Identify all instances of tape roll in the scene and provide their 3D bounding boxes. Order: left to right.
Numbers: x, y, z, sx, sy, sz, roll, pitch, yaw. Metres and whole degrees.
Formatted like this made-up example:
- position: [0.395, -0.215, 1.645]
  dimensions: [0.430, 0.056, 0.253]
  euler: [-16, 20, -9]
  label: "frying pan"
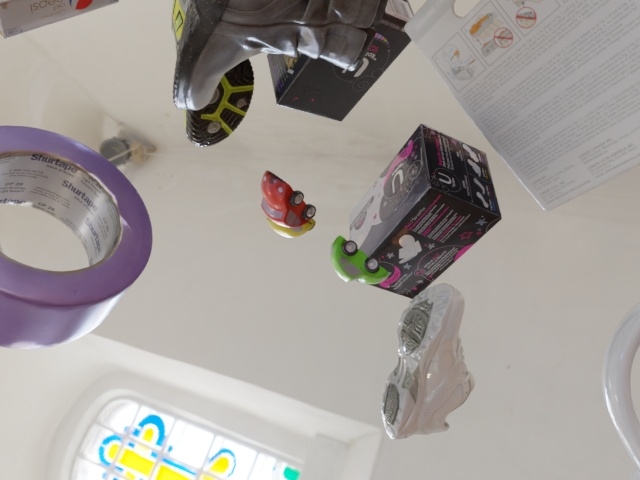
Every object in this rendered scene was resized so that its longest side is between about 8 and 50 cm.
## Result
- position: [-0.254, -0.005, 0.526]
  dimensions: [0.188, 0.080, 0.189]
  euler: [26, -139, -25]
  label: "tape roll"

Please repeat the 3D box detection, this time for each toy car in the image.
- position: [0.000, 0.000, 0.873]
  dimensions: [0.053, 0.225, 0.239]
  euler: [-52, -1, -5]
  label: "toy car"

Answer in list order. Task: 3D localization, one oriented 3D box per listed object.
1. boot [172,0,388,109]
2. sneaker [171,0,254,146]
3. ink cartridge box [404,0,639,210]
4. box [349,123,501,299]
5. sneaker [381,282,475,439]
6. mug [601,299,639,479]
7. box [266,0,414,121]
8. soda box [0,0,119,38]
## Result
- position: [-0.056, -0.244, 0.729]
  dimensions: [0.222, 0.338, 0.118]
  euler: [10, -110, -17]
  label: "boot"
- position: [-0.223, -0.375, 1.178]
  dimensions: [0.145, 0.147, 0.385]
  euler: [-15, -50, -38]
  label: "sneaker"
- position: [0.345, -0.266, 0.862]
  dimensions: [0.091, 0.308, 0.385]
  euler: [-39, -89, -36]
  label: "ink cartridge box"
- position: [0.163, -0.044, 1.012]
  dimensions: [0.142, 0.247, 0.163]
  euler: [20, -135, -20]
  label: "box"
- position: [0.160, 0.163, 0.797]
  dimensions: [0.090, 0.115, 0.232]
  euler: [-116, 37, -61]
  label: "sneaker"
- position: [0.434, 0.199, 0.548]
  dimensions: [0.328, 0.374, 0.276]
  euler: [-38, -9, 2]
  label: "mug"
- position: [0.034, -0.381, 1.144]
  dimensions: [0.165, 0.270, 0.144]
  euler: [7, -124, -33]
  label: "box"
- position: [-0.445, -0.412, 0.976]
  dimensions: [0.216, 0.074, 0.069]
  euler: [-36, -17, -34]
  label: "soda box"
